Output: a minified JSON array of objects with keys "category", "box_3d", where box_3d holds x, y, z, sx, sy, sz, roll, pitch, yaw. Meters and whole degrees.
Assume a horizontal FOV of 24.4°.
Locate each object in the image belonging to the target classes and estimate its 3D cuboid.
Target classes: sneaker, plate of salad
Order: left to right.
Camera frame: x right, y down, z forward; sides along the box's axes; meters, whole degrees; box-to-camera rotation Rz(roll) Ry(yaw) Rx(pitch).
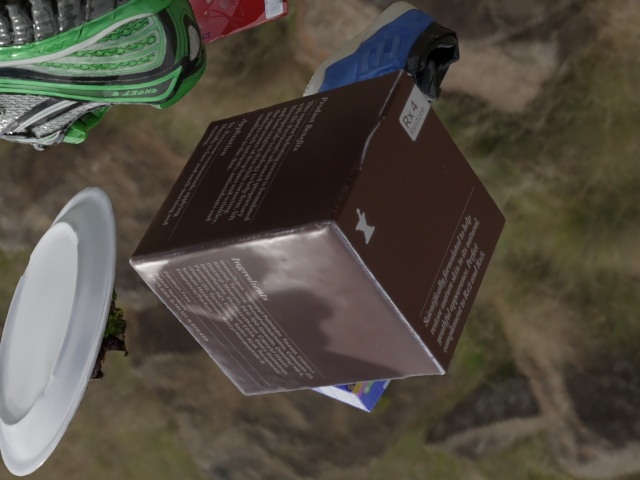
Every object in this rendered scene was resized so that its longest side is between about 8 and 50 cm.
[{"category":"sneaker","box_3d":[-0.236,-0.111,1.027,0.343,0.134,0.146,-8,132,30]},{"category":"plate of salad","box_3d":[-0.171,0.062,0.995,0.048,0.200,0.200,18,170,-26]},{"category":"sneaker","box_3d":[0.057,-0.138,1.281,0.084,0.152,0.058,34,158,32]}]

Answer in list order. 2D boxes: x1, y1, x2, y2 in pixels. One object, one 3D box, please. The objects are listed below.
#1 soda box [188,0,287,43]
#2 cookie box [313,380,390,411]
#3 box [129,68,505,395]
[{"category":"soda box","box_3d":[-0.082,-0.259,1.049,0.263,0.083,0.092,88,160,-61]},{"category":"cookie box","box_3d":[0.035,0.134,1.677,0.107,0.092,0.040,16,155,44]},{"category":"box","box_3d":[0.000,0.000,1.143,0.203,0.168,0.167,-10,129,38]}]
